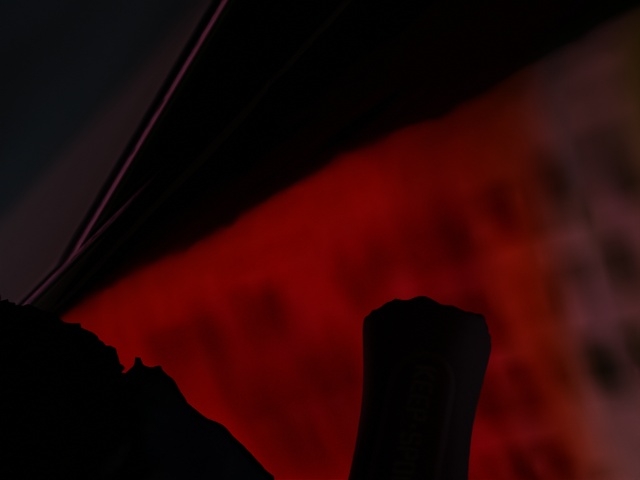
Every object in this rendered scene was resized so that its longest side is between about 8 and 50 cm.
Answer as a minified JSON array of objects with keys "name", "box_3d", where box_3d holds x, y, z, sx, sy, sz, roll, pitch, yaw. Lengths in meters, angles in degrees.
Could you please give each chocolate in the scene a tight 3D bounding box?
[{"name":"chocolate","box_3d":[0.124,-0.046,0.543,0.341,0.161,0.360,-26,-162,50]}]

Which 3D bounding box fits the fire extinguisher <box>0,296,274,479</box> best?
[{"name":"fire extinguisher","box_3d":[-0.120,0.132,0.284,0.118,0.093,0.294,0,-141,44]}]

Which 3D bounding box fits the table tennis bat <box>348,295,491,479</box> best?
[{"name":"table tennis bat","box_3d":[0.027,0.110,0.313,0.107,0.119,0.170,-10,-135,22]}]
